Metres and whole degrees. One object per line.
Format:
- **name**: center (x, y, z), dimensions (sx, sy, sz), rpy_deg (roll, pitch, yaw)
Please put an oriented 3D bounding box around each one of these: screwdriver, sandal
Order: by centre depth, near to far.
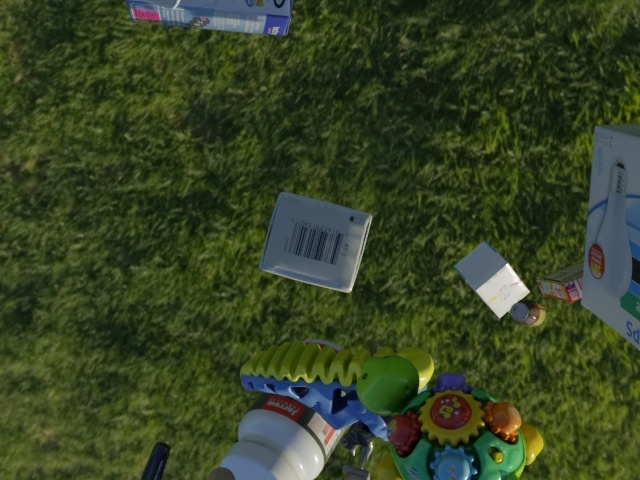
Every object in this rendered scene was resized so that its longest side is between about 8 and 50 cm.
- **screwdriver**: center (-0.207, 0.309, 0.856), dimensions (0.024, 0.170, 0.025), rpy_deg (15, 165, 25)
- **sandal**: center (0.019, 0.239, 1.200), dimensions (0.317, 0.126, 0.138), rpy_deg (3, 107, 22)

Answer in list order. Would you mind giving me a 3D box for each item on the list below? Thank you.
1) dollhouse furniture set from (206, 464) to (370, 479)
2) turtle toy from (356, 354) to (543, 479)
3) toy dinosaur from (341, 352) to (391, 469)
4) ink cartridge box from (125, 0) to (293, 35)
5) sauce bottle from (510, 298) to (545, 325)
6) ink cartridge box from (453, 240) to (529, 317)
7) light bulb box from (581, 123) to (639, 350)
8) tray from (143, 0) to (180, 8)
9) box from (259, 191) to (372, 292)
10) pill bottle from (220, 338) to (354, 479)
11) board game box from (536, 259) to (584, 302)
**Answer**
- **dollhouse furniture set**: center (-0.057, 0.427, 1.218), dimensions (0.242, 0.161, 0.212), rpy_deg (13, 149, 13)
- **turtle toy**: center (0.076, 0.122, 0.498), dimensions (0.130, 0.095, 0.066), rpy_deg (28, 145, 42)
- **toy dinosaur**: center (0.116, 0.301, 1.439), dimensions (0.160, 0.121, 0.313), rpy_deg (52, 148, 13)
- **ink cartridge box**: center (-0.190, -0.580, 1.577), dimensions (0.395, 0.151, 0.270), rpy_deg (3, 89, -7)
- **sauce bottle**: center (0.305, 0.106, 1.131), dimensions (0.042, 0.128, 0.042), rpy_deg (-4, 80, 25)
- **ink cartridge box**: center (0.371, 0.088, 1.637), dimensions (0.090, 0.092, 0.143), rpy_deg (-42, 131, 5)
- **light bulb box**: center (0.630, 0.000, 1.296), dimensions (0.225, 0.358, 0.361), rpy_deg (-3, 105, -5)
- **tray**: center (-0.285, -0.457, 1.231), dimensions (0.270, 0.030, 0.145), rpy_deg (25, 92, 34)
- **box**: center (0.000, 0.000, 0.967), dimensions (0.113, 0.275, 0.094), rpy_deg (15, 91, 4)
- **pill bottle**: center (-0.055, 0.410, 1.720), dimensions (0.210, 0.363, 0.210), rpy_deg (17, 132, 20)
- **board game box**: center (0.602, 0.088, 1.767), dimensions (0.147, 0.193, 0.045), rpy_deg (-22, 91, 0)
